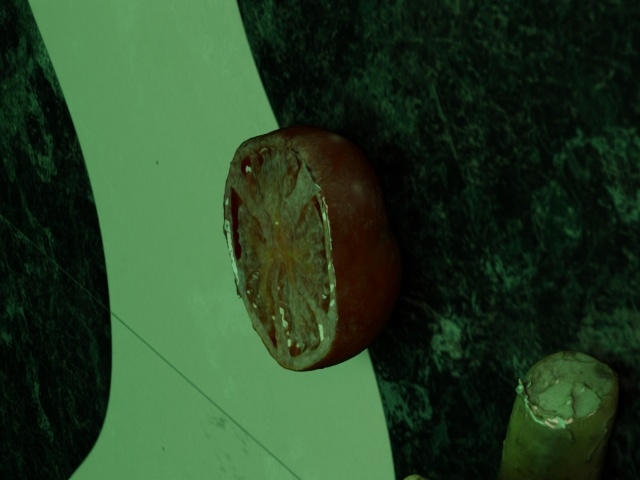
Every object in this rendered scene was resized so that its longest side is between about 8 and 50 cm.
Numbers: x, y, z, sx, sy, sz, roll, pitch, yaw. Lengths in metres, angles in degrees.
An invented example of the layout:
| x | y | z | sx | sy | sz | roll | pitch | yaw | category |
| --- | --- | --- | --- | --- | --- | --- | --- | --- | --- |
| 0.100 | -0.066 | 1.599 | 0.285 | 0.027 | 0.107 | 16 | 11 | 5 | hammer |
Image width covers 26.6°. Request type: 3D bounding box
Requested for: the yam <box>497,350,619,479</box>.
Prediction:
| x | y | z | sx | sy | sz | roll | pitch | yaw | category |
| --- | --- | --- | --- | --- | --- | --- | --- | --- | --- |
| 0.159 | 0.244 | 1.059 | 0.083 | 0.083 | 0.371 | 46 | 141 | 41 | yam |

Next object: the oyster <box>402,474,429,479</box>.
| x | y | z | sx | sy | sz | roll | pitch | yaw | category |
| --- | --- | --- | --- | --- | --- | --- | --- | --- | --- |
| 0.168 | 0.218 | 0.943 | 0.294 | 0.094 | 0.166 | 18 | 136 | 21 | oyster |

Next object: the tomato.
| x | y | z | sx | sy | sz | roll | pitch | yaw | category |
| --- | --- | --- | --- | --- | --- | --- | --- | --- | --- |
| 0.000 | 0.000 | 1.210 | 0.237 | 0.095 | 0.237 | 37 | 133 | 53 | tomato |
